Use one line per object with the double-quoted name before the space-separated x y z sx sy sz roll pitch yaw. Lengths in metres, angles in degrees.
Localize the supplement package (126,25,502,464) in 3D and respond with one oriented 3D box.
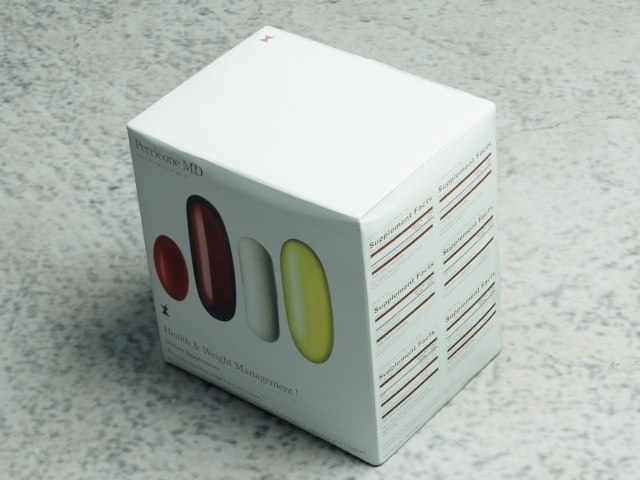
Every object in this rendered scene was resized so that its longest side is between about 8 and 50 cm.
"supplement package" 0.000 0.000 1.267 0.194 0.203 0.149 22 45 32
